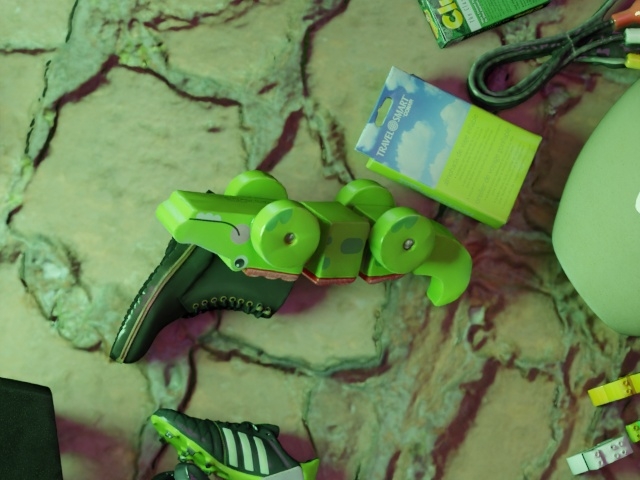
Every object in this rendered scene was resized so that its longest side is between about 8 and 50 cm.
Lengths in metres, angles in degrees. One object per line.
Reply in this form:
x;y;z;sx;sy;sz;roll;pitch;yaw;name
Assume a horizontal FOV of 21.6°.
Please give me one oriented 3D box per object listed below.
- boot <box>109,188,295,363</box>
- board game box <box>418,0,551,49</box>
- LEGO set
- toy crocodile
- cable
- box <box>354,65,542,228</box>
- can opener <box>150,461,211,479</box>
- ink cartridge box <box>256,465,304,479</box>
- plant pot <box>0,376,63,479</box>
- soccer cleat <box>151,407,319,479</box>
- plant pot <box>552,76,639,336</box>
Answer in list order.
-0.110;0.065;1.682;0.137;0.077;0.198;34;77;-8;boot
0.138;-0.350;1.826;0.136;0.030;0.259;-22;84;-16;board game box
0.359;0.160;1.738;0.227;0.093;0.087;-22;84;-14;LEGO set
0.000;0.000;1.668;0.340;0.115;0.105;4;109;-30;toy crocodile
0.295;-0.221;1.808;0.287;0.072;0.139;-7;76;-12;cable
0.132;-0.098;1.769;0.178;0.042;0.109;25;75;-5;box
-0.112;0.306;1.643;0.059;0.073;0.186;-25;94;-22;can opener
-0.106;0.365;1.572;0.275;0.060;0.239;-13;85;-37;ink cartridge box
-0.337;0.212;1.563;0.167;0.187;0.188;-6;81;-25;plant pot
-0.085;0.205;1.670;0.179;0.060;0.072;31;66;-10;soccer cleat
0.350;-0.009;1.703;0.191;0.284;0.284;-37;88;21;plant pot
